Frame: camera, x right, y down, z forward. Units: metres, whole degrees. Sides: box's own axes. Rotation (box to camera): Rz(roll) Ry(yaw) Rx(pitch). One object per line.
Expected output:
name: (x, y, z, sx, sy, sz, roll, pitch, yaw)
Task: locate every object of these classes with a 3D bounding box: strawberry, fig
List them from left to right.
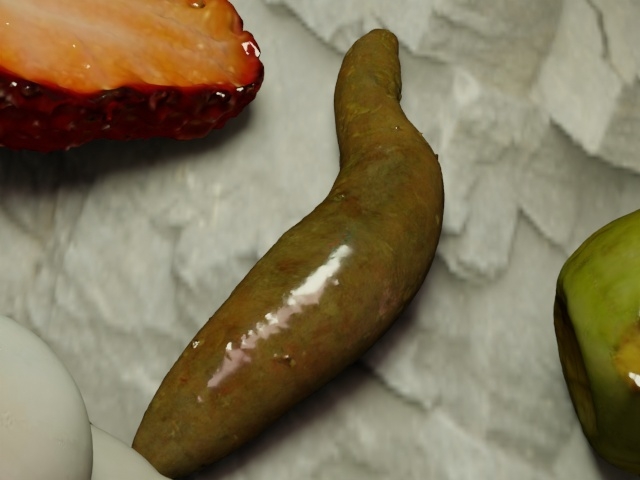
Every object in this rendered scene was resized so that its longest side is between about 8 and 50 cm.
strawberry: (-0.159, -0.104, 0.995, 0.236, 0.111, 0.190, 17, 41, -17)
fig: (0.180, 0.051, 0.848, 0.154, 0.165, 0.144, 0, 86, 33)

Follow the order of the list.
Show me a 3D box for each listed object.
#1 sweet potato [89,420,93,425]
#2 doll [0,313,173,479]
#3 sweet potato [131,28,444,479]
sweet potato: (-0.145, 0.096, 0.879, 0.117, 0.049, 0.049, 27, 57, 3)
doll: (-0.149, 0.140, 0.741, 0.221, 0.221, 0.251, -14, 57, -11)
sweet potato: (0.008, -0.001, 0.929, 0.108, 0.079, 0.346, 11, 50, 22)
